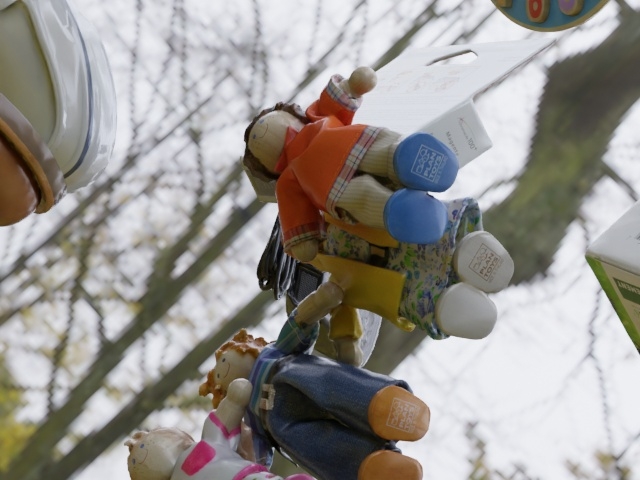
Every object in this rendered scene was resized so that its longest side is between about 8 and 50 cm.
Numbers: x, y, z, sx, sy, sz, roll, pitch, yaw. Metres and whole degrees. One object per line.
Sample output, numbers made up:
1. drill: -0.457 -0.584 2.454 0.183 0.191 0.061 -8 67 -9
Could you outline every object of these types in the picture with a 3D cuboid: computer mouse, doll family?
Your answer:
1. computer mouse: 0.000 0.000 1.603 0.060 0.184 0.262 8 -19 23
2. doll family: 0.001 0.052 0.860 0.118 0.263 0.163 22 -1 -35

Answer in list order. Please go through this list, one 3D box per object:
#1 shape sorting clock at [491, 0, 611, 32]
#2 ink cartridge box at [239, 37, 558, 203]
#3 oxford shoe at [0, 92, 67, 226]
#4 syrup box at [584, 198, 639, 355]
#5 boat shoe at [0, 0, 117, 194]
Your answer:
1. shape sorting clock: 0.185 -0.272 1.442 0.206 0.040 0.206 -1 -91 53
2. ink cartridge box: 0.080 -0.115 1.756 0.275 0.239 0.060 7 -54 61
3. oxford shoe: -0.177 -0.036 0.591 0.212 0.076 0.076 17 -35 28
4. syrup box: 0.248 0.072 0.969 0.093 0.096 0.237 26 -27 56
5. boat shoe: -0.194 -0.139 0.931 0.258 0.095 0.084 60 16 10
